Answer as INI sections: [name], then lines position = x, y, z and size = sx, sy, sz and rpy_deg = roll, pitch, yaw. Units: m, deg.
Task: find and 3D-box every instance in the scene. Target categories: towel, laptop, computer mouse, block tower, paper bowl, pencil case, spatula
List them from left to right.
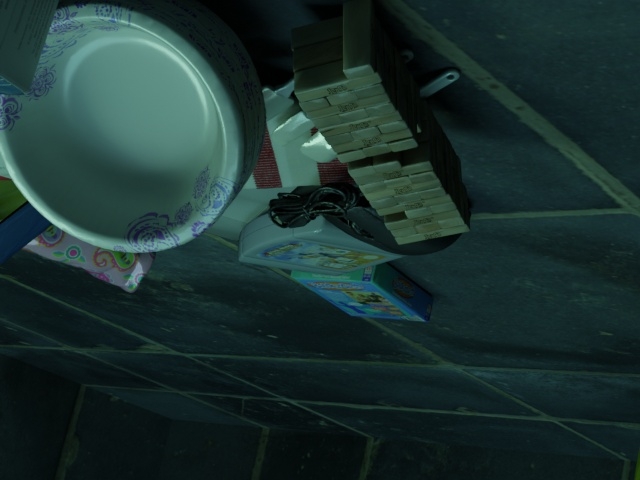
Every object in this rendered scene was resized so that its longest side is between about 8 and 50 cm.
[pencil case]
position = -0.402, -0.011, 2.285
size = 0.284, 0.124, 0.124
rpy_deg = 22, 161, -32
[laptop]
position = -0.288, -0.001, 2.012
size = 0.408, 0.236, 0.382
rpy_deg = 17, 164, -13
[paper bowl]
position = -0.196, -0.140, 1.498
size = 0.284, 0.284, 0.148
rpy_deg = 9, -153, 13
[towel]
position = -0.055, -0.122, 1.693
size = 0.329, 0.037, 0.237
rpy_deg = -2, 161, 3
[spatula]
position = 0.026, -0.159, 1.540
size = 0.168, 0.019, 0.242
rpy_deg = 25, 141, -35
[computer mouse]
position = 0.080, -0.020, 1.858
size = 0.272, 0.072, 0.188
rpy_deg = 6, 170, -30
[block tower]
position = 0.068, -0.118, 1.502
size = 0.097, 0.091, 0.335
rpy_deg = -12, 147, 17

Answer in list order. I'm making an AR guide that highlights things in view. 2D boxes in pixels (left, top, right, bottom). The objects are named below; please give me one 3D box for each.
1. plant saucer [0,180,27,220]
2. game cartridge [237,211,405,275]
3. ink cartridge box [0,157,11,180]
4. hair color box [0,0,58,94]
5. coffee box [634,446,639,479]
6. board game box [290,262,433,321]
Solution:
[plant saucer]
position = -0.427, -0.090, 1.972
size = 0.241, 0.037, 0.241
rpy_deg = -28, 172, -4
[game cartridge]
position = 0.000, 0.000, 2.072
size = 0.198, 0.062, 0.297
rpy_deg = 5, 168, -26
[ink cartridge box]
position = -0.455, -0.186, 1.716
size = 0.226, 0.131, 0.306
rpy_deg = 3, 162, 31
[hair color box]
position = -0.387, -0.283, 1.265
size = 0.105, 0.174, 0.347
rpy_deg = 4, 161, 31
[coffee box]
position = 0.662, 0.274, 2.024
size = 0.334, 0.338, 0.337
rpy_deg = 12, 163, 5
[board game box]
position = 0.072, 0.079, 2.335
size = 0.160, 0.047, 0.210
rpy_deg = 3, 161, 32
